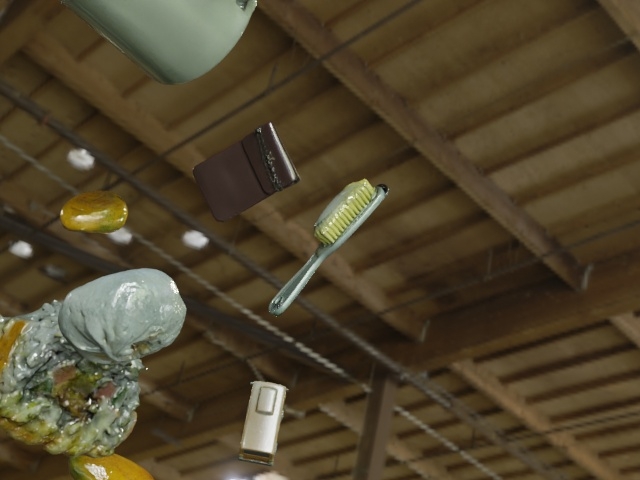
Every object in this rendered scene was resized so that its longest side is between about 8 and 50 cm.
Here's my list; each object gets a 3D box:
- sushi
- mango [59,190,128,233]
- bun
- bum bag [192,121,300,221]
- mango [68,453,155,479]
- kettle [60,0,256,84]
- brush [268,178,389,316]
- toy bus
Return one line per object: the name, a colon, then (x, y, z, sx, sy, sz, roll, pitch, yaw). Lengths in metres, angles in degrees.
sushi: (-0.372, 0.189, 1.402, 0.274, 0.184, 0.139, 34, -1, -39)
mango: (-0.350, -0.041, 1.552, 0.079, 0.114, 0.057, 43, -50, 24)
bun: (-0.215, 0.093, 1.103, 0.140, 0.083, 0.141, -17, -23, -7)
bum bag: (-0.121, -0.107, 1.603, 0.159, 0.109, 0.026, -29, -7, 11)
mango: (-0.352, 0.415, 1.717, 0.165, 0.089, 0.115, 31, 7, 8)
kettle: (-0.234, -0.358, 1.274, 0.265, 0.205, 0.318, 31, -5, 43)
brush: (0.000, 0.000, 1.700, 0.060, 0.297, 0.068, 44, -9, -24)
toy bus: (-0.133, 0.415, 2.318, 0.091, 0.182, 0.103, 10, -31, 1)
